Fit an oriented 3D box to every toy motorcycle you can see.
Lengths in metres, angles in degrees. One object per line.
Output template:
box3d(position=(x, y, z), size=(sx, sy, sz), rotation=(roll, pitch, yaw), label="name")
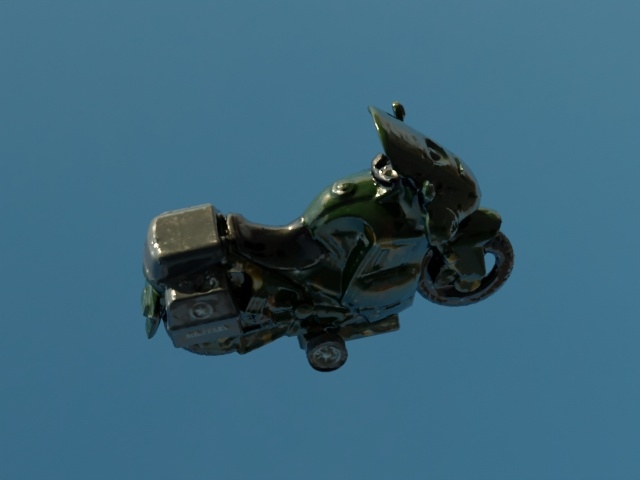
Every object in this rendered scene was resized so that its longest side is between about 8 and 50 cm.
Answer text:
box3d(position=(0.000, 0.000, 1.276), size=(0.275, 0.187, 0.124), rotation=(-13, -140, -2), label="toy motorcycle")
